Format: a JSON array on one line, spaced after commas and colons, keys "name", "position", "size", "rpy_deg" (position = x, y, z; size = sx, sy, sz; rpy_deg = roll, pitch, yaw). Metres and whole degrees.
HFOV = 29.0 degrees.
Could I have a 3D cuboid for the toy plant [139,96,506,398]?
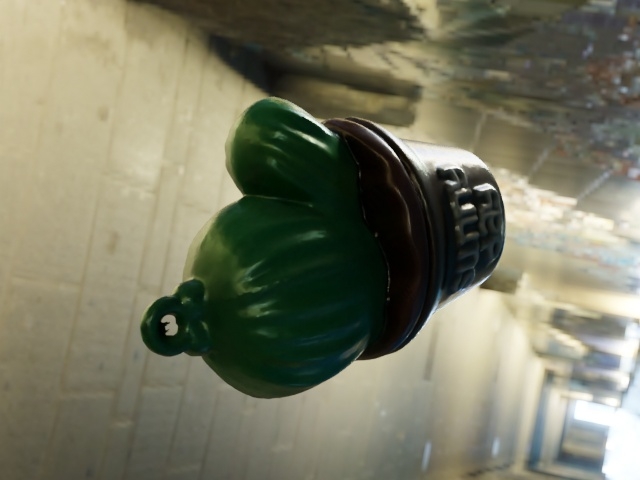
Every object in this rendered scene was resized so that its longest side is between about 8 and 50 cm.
[{"name": "toy plant", "position": [0.000, 0.000, 0.599], "size": [0.200, 0.105, 0.142], "rpy_deg": [-13, 104, -37]}]
